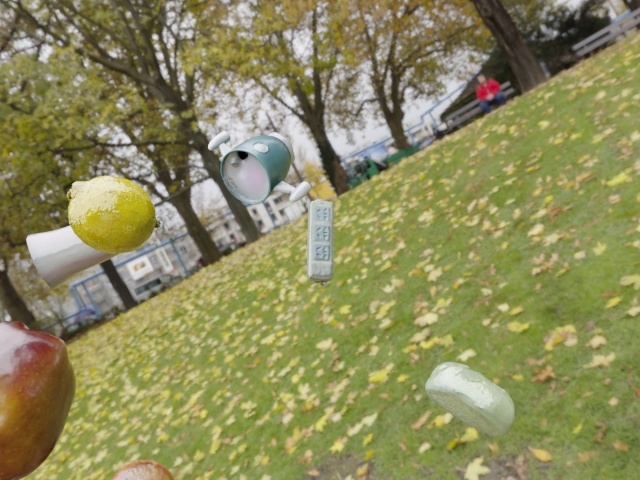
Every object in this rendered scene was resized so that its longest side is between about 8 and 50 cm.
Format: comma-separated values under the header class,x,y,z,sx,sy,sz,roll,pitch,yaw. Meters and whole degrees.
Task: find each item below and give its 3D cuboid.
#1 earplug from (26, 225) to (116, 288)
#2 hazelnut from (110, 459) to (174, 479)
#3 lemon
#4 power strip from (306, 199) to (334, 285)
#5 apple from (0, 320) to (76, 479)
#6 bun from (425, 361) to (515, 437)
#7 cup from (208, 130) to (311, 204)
class,x,y,z,sx,sy,sz,roll,pitch,yaw
earplug,-0.682,0.004,1.684,0.301,0.173,0.172,-25,-1,-13
hazelnut,-0.482,0.663,1.492,0.182,0.182,0.182,-27,0,0
lemon,-0.459,-0.058,1.248,0.173,0.206,0.174,-35,33,28
power strip,0.001,0.000,1.710,0.078,0.273,0.052,4,-14,-10
apple,-0.666,0.334,1.163,0.288,0.288,0.317,-28,29,34
bun,0.363,0.369,1.344,0.108,0.221,0.221,-53,8,-18
cup,-0.156,-0.209,1.531,0.173,0.299,0.168,-48,-12,-43
